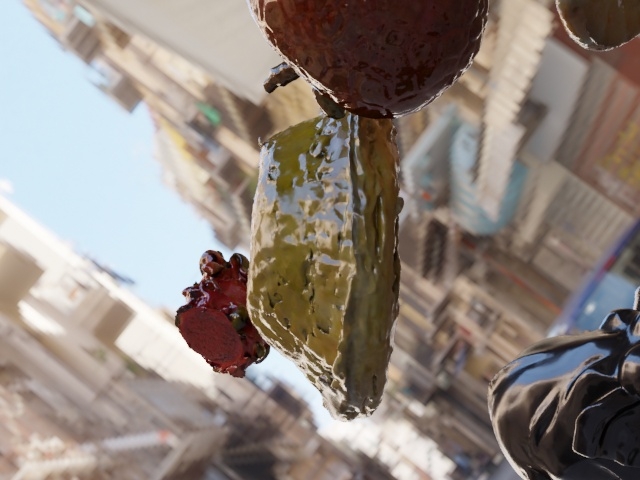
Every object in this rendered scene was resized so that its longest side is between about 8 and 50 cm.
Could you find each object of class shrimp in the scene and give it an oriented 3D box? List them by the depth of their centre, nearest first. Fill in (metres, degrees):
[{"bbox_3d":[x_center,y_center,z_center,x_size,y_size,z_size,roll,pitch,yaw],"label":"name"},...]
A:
[{"bbox_3d":[0.164,-0.160,0.754,0.045,0.095,0.162,-5,25,45],"label":"shrimp"}]

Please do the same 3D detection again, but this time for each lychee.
[{"bbox_3d":[0.040,-0.244,1.482,0.300,0.255,0.255,-48,-7,20],"label":"lychee"}]

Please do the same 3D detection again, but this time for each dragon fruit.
[{"bbox_3d":[-0.136,0.096,2.027,0.150,0.207,0.133,20,-47,-36],"label":"dragon fruit"}]

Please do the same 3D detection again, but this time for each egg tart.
[{"bbox_3d":[0.000,0.000,1.774,0.443,0.178,0.443,-178,90,-88],"label":"egg tart"}]

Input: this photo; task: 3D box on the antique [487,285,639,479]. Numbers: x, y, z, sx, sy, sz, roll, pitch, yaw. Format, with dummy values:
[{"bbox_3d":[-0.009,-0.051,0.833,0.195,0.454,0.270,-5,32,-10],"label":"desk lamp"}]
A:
[{"bbox_3d":[0.309,0.187,1.406,0.322,0.255,0.185,-17,28,45],"label":"antique"}]
